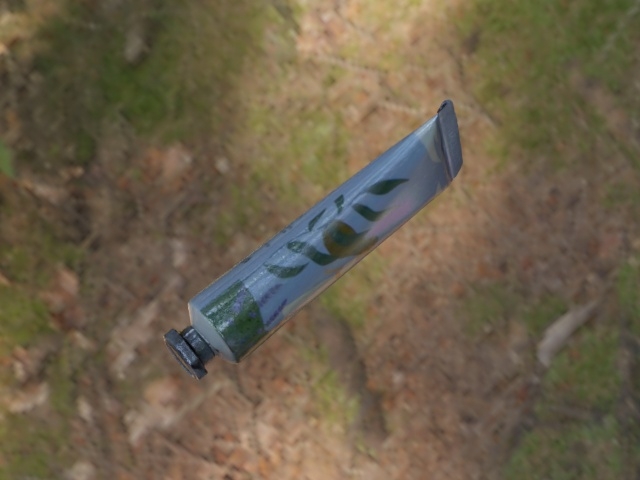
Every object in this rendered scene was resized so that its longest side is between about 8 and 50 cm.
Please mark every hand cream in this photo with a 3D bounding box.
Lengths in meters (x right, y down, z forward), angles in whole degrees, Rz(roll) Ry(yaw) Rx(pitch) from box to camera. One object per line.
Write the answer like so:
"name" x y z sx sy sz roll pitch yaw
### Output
"hand cream" 0.000 0.000 1.193 0.256 0.088 0.055 -40 57 -13
